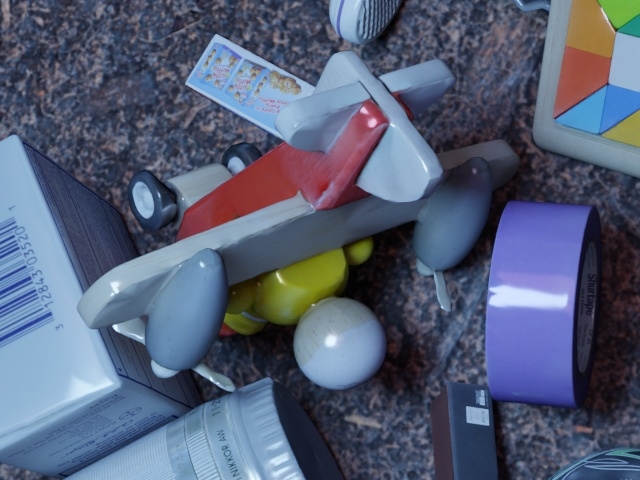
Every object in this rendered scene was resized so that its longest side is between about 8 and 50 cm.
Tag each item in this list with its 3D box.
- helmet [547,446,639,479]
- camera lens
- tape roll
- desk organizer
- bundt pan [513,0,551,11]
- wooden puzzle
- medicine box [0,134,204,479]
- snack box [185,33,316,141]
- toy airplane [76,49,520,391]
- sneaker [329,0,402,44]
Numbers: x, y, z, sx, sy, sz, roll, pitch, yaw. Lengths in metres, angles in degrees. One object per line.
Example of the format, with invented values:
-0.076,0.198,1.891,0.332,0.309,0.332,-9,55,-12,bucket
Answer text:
0.269,0.265,1.644,0.169,0.169,0.161,-43,86,1,helmet
-0.116,0.280,1.709,0.274,0.219,0.219,-28,71,6,camera lens
0.209,0.059,1.696,0.080,0.189,0.189,5,78,16,tape roll
0.137,0.205,1.750,0.047,0.050,0.130,8,58,-17,desk organizer
0.250,-0.385,1.764,0.331,0.331,0.124,36,43,20,bundt pan
0.304,-0.164,1.714,0.221,0.044,0.239,19,120,31,wooden puzzle
-0.252,0.079,1.757,0.149,0.289,0.263,-27,71,6,medicine box
-0.052,-0.147,1.904,0.178,0.022,0.064,30,86,19,snack box
0.000,0.000,1.672,0.386,0.384,0.272,-23,85,8,toy airplane
0.020,-0.333,1.898,0.161,0.102,0.282,8,68,20,sneaker
